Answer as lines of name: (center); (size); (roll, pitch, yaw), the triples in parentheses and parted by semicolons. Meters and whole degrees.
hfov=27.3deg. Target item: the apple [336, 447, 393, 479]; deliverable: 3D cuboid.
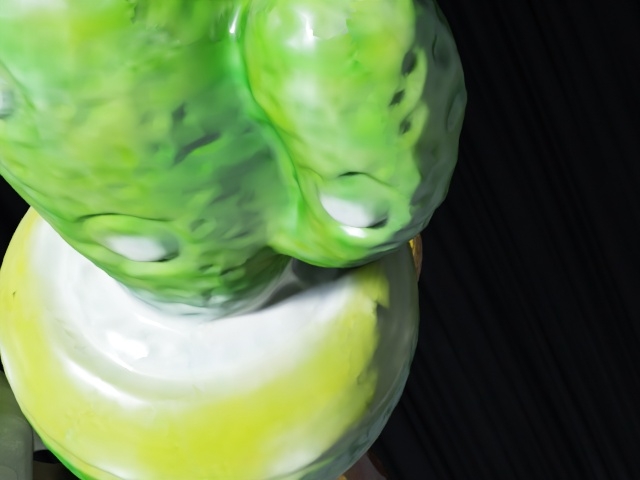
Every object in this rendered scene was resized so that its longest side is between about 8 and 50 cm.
apple: (-0.062, 0.299, 1.334); (0.319, 0.319, 0.277); (-10, 8, 34)

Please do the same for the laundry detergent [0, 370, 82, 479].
laundry detergent: (-0.181, 0.160, 0.710); (0.181, 0.253, 0.091); (-39, 55, 2)

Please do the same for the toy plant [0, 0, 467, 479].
toy plant: (-0.056, -0.026, 0.499); (0.224, 0.316, 0.184); (25, 62, 15)

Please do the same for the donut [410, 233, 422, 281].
donut: (0.000, 0.000, 1.007); (0.162, 0.178, 0.065); (-24, -1, -2)
